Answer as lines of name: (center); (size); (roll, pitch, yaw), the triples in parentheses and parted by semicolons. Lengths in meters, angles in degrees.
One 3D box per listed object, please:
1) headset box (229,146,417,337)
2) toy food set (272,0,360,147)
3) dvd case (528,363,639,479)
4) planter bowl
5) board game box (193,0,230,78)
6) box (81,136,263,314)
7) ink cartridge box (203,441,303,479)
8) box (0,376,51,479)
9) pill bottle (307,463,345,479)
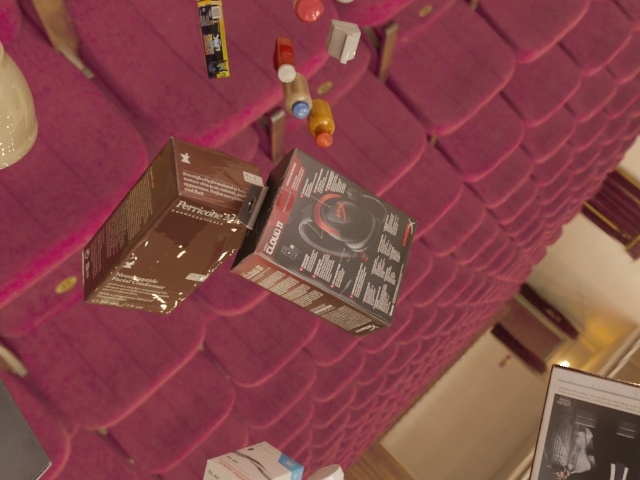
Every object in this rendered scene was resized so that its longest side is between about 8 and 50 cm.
headset box: (0.000, 0.000, 1.114); (0.110, 0.293, 0.218); (-34, -147, 54)
toy food set: (-0.005, -0.254, 0.918); (0.104, 0.111, 0.232); (-101, -156, -52)
dvd case: (0.327, 0.275, 0.732); (0.029, 0.179, 0.238); (4, 97, -67)
planter bowl: (-0.388, -0.164, 0.702); (0.162, 0.162, 0.109); (-32, 158, -41)
board game box: (-0.219, -0.430, 1.294); (0.048, 0.141, 0.170); (-11, 144, -10)
box: (-0.286, -0.010, 1.254); (0.191, 0.143, 0.381); (15, 137, -38)
ink cartridge box: (-0.127, 0.414, 1.130); (0.180, 0.104, 0.060); (1, 105, -52)
box: (-0.634, 0.269, 0.961); (0.313, 0.343, 0.179); (-17, -165, 24)
pill bottle: (0.042, 0.558, 1.338); (0.103, 0.184, 0.103); (-23, 179, -1)
